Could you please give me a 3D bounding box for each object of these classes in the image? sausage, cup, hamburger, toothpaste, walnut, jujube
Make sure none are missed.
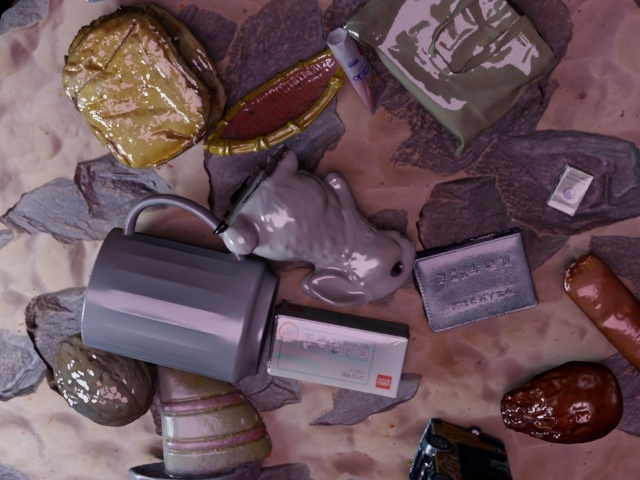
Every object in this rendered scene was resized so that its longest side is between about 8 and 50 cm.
[{"bbox_3d":[0.583,0.162,1.883,0.097,0.094,0.348,-44,98,2],"label":"sausage"},{"bbox_3d":[-0.246,0.083,1.864,0.326,0.237,0.323,12,102,3],"label":"cup"},{"bbox_3d":[-0.318,-0.282,1.800,0.259,0.145,0.283,-25,108,16],"label":"hamburger"},{"bbox_3d":[0.069,-0.297,1.748,0.042,0.194,0.067,18,73,35],"label":"toothpaste"},{"bbox_3d":[-0.431,0.269,1.967,0.230,0.178,0.178,35,108,12],"label":"walnut"},{"bbox_3d":[0.459,0.313,1.911,0.236,0.168,0.168,-12,107,26],"label":"jujube"}]

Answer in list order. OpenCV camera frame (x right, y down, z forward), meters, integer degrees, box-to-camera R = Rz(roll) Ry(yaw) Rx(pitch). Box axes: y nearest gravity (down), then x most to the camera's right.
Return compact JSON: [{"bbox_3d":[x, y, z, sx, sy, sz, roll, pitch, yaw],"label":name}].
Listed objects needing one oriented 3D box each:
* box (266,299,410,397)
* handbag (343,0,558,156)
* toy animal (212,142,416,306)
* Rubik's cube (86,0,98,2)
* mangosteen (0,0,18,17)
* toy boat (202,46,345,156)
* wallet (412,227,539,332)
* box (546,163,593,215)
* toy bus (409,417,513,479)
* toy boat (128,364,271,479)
[{"bbox_3d":[0.034,0.211,1.954,0.269,0.079,0.135,10,107,2],"label":"box"},{"bbox_3d":[0.234,-0.344,1.748,0.253,0.109,0.316,-41,99,11],"label":"handbag"},{"bbox_3d":[0.000,0.000,1.835,0.357,0.194,0.258,39,70,-12],"label":"toy animal"},{"bbox_3d":[-0.301,-0.527,1.687,0.205,0.205,0.207,-12,105,8],"label":"Rubik's cube"},{"bbox_3d":[-0.659,-0.451,1.740,0.302,0.275,0.275,-39,103,-21],"label":"mangosteen"},{"bbox_3d":[-0.068,-0.246,1.794,0.318,0.099,0.141,-36,57,2],"label":"toy boat"},{"bbox_3d":[0.294,0.080,1.912,0.222,0.036,0.167,-14,106,9],"label":"wallet"},{"bbox_3d":[0.463,-0.094,1.848,0.054,0.024,0.083,23,107,-4],"label":"box"},{"bbox_3d":[0.267,0.491,1.895,0.194,0.323,0.162,17,108,-2],"label":"toy bus"},{"bbox_3d":[-0.235,0.411,2.034,0.275,0.111,0.294,15,98,-7],"label":"toy boat"}]
